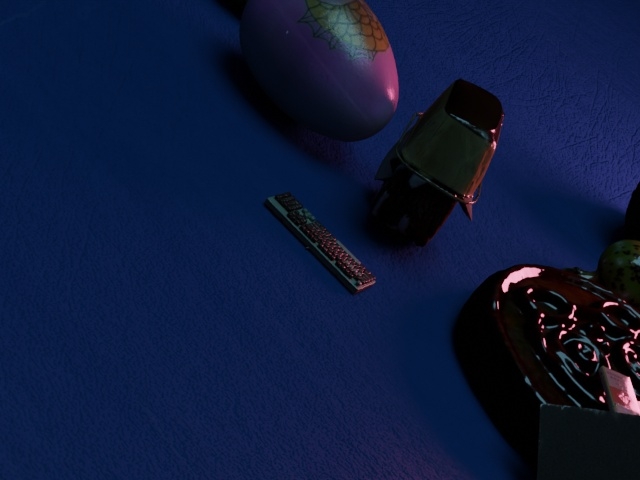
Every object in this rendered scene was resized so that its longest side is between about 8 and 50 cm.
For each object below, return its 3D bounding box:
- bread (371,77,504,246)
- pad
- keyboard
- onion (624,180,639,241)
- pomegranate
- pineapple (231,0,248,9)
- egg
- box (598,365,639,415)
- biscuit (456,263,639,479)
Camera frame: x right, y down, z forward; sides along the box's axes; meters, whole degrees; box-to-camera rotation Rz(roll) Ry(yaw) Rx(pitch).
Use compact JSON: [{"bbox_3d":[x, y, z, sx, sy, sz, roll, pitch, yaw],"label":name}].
[{"bbox_3d":[0.161,-0.096,1.702,0.142,0.212,0.224,31,26,-1],"label":"bread"},{"bbox_3d":[0.340,0.268,1.462,0.212,0.003,0.142,10,75,-20],"label":"pad"},{"bbox_3d":[0.000,0.000,1.589,0.166,0.017,0.055,45,31,15],"label":"keyboard"},{"bbox_3d":[0.633,-0.013,2.095,0.221,0.281,0.281,-38,72,-15],"label":"onion"},{"bbox_3d":[0.442,0.059,1.902,0.162,0.122,0.122,0,29,11],"label":"pomegranate"},{"bbox_3d":[-0.040,-0.343,1.964,0.251,0.125,0.125,47,29,-3],"label":"pineapple"},{"bbox_3d":[0.002,-0.257,1.787,0.271,0.196,0.196,53,32,6],"label":"egg"},{"bbox_3d":[0.366,0.192,1.545,0.046,0.012,0.083,25,34,-21],"label":"box"},{"bbox_3d":[0.361,0.183,1.642,0.407,0.091,0.407,27,31,-18],"label":"biscuit"}]
